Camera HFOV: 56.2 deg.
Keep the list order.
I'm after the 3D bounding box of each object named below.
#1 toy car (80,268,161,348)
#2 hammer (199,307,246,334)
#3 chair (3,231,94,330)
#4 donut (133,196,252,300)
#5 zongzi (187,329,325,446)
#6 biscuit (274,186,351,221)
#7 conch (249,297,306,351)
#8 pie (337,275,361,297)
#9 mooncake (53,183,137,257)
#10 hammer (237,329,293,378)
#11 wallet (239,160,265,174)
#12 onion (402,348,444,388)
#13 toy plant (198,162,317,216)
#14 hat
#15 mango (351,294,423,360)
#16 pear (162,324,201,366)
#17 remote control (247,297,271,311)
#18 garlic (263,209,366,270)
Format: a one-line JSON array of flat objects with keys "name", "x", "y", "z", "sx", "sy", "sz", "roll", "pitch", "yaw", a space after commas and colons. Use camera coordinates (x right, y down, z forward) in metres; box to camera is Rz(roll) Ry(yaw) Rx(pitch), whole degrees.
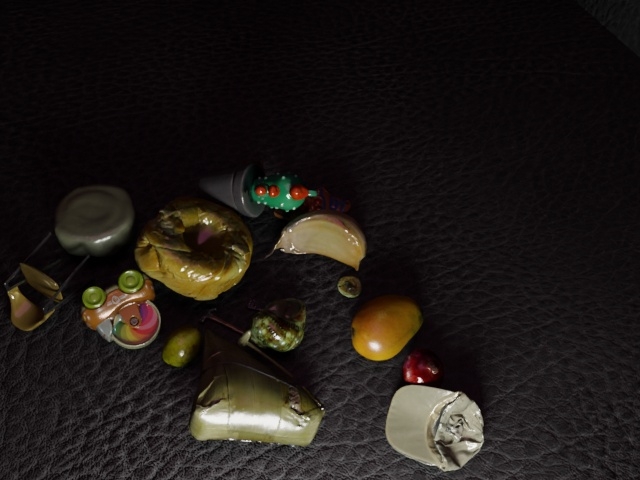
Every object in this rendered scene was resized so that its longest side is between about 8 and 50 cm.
[{"name": "toy car", "x": -0.582, "y": 0.224, "z": 1.791, "sx": 0.235, "sy": 0.145, "sz": 0.235, "roll": 4, "pitch": 68, "yaw": -11}, {"name": "hammer", "x": -0.281, "y": 0.262, "z": 1.849, "sx": 0.182, "sy": 0.017, "sz": 0.062, "roll": 23, "pitch": 56, "yaw": 10}, {"name": "chair", "x": -0.835, "y": 0.134, "z": 1.814, "sx": 0.159, "sy": 0.172, "sz": 0.247, "roll": 28, "pitch": 50, "yaw": 13}, {"name": "donut", "x": -0.396, "y": 0.021, "z": 1.890, "sx": 0.360, "sy": 0.170, "sz": 0.360, "roll": 16, "pitch": 44, "yaw": -16}, {"name": "zongzi", "x": -0.175, "y": 0.401, "z": 1.696, "sx": 0.356, "sy": 0.174, "sz": 0.393, "roll": 13, "pitch": 26, "yaw": -13}, {"name": "biscuit", "x": -0.026, "y": -0.116, "z": 2.137, "sx": 0.280, "sy": 0.043, "sz": 0.183, "roll": -3, "pitch": 52, "yaw": -10}, {"name": "conch", "x": -0.132, "y": 0.258, "z": 1.794, "sx": 0.181, "sy": 0.124, "sz": 0.187, "roll": 1, "pitch": 23, "yaw": -18}, {"name": "pie", "x": 0.096, "y": 0.151, "z": 1.958, "sx": 0.084, "sy": 0.021, "sz": 0.084, "roll": 2, "pitch": 53, "yaw": -3}, {"name": "mooncake", "x": -0.730, "y": -0.060, "z": 1.959, "sx": 0.275, "sy": 0.135, "sz": 0.275, "roll": 4, "pitch": 47, "yaw": -4}, {"name": "hammer", "x": -0.148, "y": 0.330, "z": 1.725, "sx": 0.195, "sy": 0.060, "sz": 0.028, "roll": 38, "pitch": 27, "yaw": -6}, {"name": "wallet", "x": -0.243, "y": -0.221, "z": 2.198, "sx": 0.095, "sy": 0.026, "sz": 0.176, "roll": -6, "pitch": 57, "yaw": -17}, {"name": "onion", "x": 0.300, "y": 0.384, "z": 1.747, "sx": 0.131, "sy": 0.131, "sz": 0.131, "roll": 2, "pitch": 54, "yaw": -3}, {"name": "toy plant", "x": -0.200, "y": -0.164, "z": 2.013, "sx": 0.400, "sy": 0.279, "sz": 0.185, "roll": -1, "pitch": 62, "yaw": 22}, {"name": "hat", "x": 0.323, "y": 0.517, "z": 1.682, "sx": 0.245, "sy": 0.149, "sz": 0.214, "roll": 8, "pitch": 73, "yaw": 42}, {"name": "mango", "x": 0.196, "y": 0.253, "z": 1.825, "sx": 0.175, "sy": 0.139, "sz": 0.254, "roll": 43, "pitch": 53, "yaw": 10}, {"name": "pear", "x": -0.403, "y": 0.306, "z": 1.750, "sx": 0.107, "sy": 0.107, "sz": 0.131, "roll": 27, "pitch": 69, "yaw": 14}, {"name": "remote control", "x": -0.183, "y": 0.209, "z": 1.897, "sx": 0.096, "sy": 0.014, "sz": 0.039, "roll": 13, "pitch": 54, "yaw": 6}, {"name": "garlic", "x": -0.009, "y": -0.015, "z": 2.000, "sx": 0.338, "sy": 0.151, "sz": 0.196, "roll": 8, "pitch": 79, "yaw": -2}]
